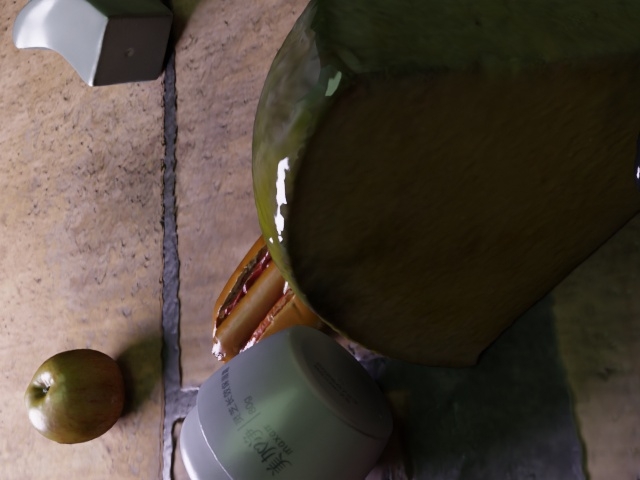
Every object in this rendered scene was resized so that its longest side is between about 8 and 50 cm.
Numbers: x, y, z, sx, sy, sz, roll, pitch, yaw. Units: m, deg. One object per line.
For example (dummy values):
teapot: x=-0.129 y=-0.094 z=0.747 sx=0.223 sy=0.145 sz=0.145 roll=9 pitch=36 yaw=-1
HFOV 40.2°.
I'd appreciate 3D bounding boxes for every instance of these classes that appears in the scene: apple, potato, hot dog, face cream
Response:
apple: x=-0.211 y=0.133 z=0.752 sx=0.084 sy=0.071 sz=0.083 roll=-11 pitch=72 yaw=39
potato: x=0.066 y=-0.065 z=0.419 sx=0.269 sy=0.255 sz=0.112 roll=-50 pitch=53 yaw=23
hot dog: x=0.000 y=0.000 z=0.597 sx=0.235 sy=0.062 sz=0.092 roll=-54 pitch=45 yaw=18
face cream: x=-0.021 y=0.120 z=0.552 sx=0.104 sy=0.117 sz=0.117 roll=-44 pitch=54 yaw=16

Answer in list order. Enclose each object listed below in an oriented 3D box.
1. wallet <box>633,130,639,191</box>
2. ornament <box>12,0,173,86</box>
wallet: x=0.315 y=-0.035 z=0.280 sx=0.378 sy=0.051 sz=0.197 roll=27 pitch=101 yaw=27
ornament: x=-0.242 y=-0.251 z=0.833 sx=0.120 sy=0.130 sz=0.285 roll=-53 pitch=50 yaw=37
